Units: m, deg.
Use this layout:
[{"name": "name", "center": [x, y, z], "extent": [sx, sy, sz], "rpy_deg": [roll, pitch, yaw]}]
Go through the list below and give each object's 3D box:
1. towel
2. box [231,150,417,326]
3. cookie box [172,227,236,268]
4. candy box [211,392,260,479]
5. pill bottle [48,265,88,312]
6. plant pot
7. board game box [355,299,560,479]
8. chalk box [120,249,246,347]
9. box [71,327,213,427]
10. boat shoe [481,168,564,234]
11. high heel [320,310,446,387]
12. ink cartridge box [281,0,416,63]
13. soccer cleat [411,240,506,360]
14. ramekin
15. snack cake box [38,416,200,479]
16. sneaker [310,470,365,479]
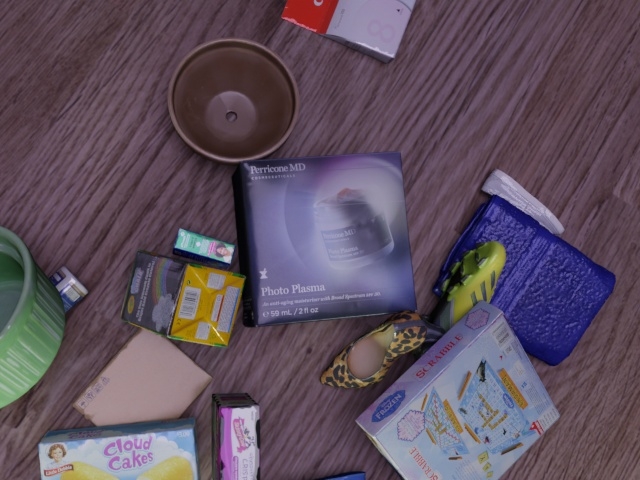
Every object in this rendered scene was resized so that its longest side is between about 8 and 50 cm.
[{"name": "towel", "center": [0.395, 0.080, 1.740], "extent": [0.308, 0.076, 0.228], "rpy_deg": [33, 95, -7]}, {"name": "box", "center": [0.000, 0.000, 1.622], "extent": [0.296, 0.183, 0.294], "rpy_deg": [-5, 85, -11]}, {"name": "cookie box", "center": [-0.214, 0.016, 1.626], "extent": [0.107, 0.092, 0.040], "rpy_deg": [16, 80, -9]}, {"name": "candy box", "center": [-0.148, 0.352, 1.536], "extent": [0.071, 0.233, 0.159], "rpy_deg": [0, 86, -11]}, {"name": "pill bottle", "center": [-0.479, 0.108, 1.581], "extent": [0.120, 0.067, 0.067], "rpy_deg": [-43, 94, -11]}, {"name": "plant pot", "center": [-0.162, -0.245, 1.643], "extent": [0.237, 0.110, 0.238], "rpy_deg": [2, 80, -9]}, {"name": "board game box", "center": [0.261, 0.324, 1.625], "extent": [0.318, 0.066, 0.319], "rpy_deg": [-41, 124, -12]}, {"name": "chalk box", "center": [-0.256, 0.098, 1.571], "extent": [0.132, 0.213, 0.133], "rpy_deg": [16, 87, -41]}, {"name": "box", "center": [-0.322, 0.275, 1.619], "extent": [0.164, 0.021, 0.201], "rpy_deg": [42, 79, -5]}, {"name": "boat shoe", "center": [0.398, -0.063, 1.762], "extent": [0.184, 0.066, 0.063], "rpy_deg": [40, 94, -7]}, {"name": "high heel", "center": [0.080, 0.196, 1.585], "extent": [0.261, 0.186, 0.093], "rpy_deg": [-26, 68, 19]}, {"name": "ink cartridge box", "center": [0.066, -0.476, 1.739], "extent": [0.232, 0.066, 0.189], "rpy_deg": [22, 82, -12]}, {"name": "soccer cleat", "center": [0.276, 0.125, 1.657], "extent": [0.121, 0.093, 0.289], "rpy_deg": [25, 116, -9]}, {"name": "ramekin", "center": [-0.570, 0.136, 1.455], "extent": [0.303, 0.148, 0.304], "rpy_deg": [-10, 53, 14]}, {"name": "snack cake box", "center": [-0.344, 0.403, 1.552], "extent": [0.264, 0.089, 0.152], "rpy_deg": [-5, 93, -5]}, {"name": "sneaker", "center": [-0.019, 0.486, 1.627], "extent": [0.232, 0.081, 0.091], "rpy_deg": [-7, 81, -11]}]
